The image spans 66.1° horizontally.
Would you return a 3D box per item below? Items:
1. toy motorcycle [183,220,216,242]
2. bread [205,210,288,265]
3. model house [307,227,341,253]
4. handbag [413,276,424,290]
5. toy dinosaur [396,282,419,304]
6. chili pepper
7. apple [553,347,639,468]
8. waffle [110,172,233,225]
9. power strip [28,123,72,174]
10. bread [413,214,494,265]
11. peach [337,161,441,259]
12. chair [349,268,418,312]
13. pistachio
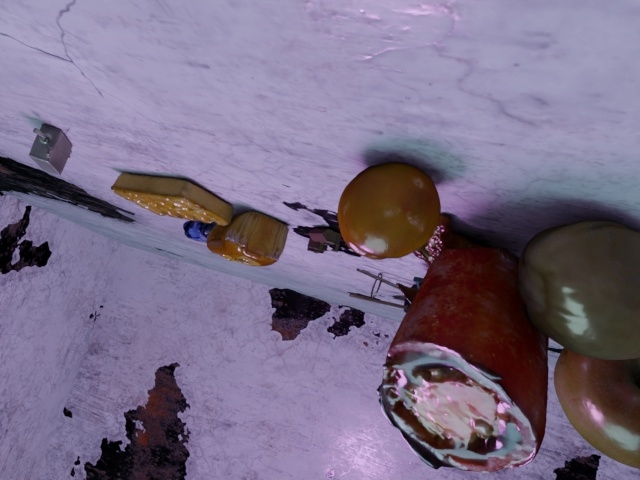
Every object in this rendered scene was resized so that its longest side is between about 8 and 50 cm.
[{"bbox_3d":[-0.367,-0.028,1.529,0.114,0.076,0.205,29,164,-21],"label":"toy motorcycle"},{"bbox_3d":[-0.196,-0.001,1.282,0.152,0.119,0.288,26,166,-23],"label":"bread"},{"bbox_3d":[0.000,0.000,1.146,0.058,0.057,0.083,19,171,-34],"label":"model house"},{"bbox_3d":[0.381,0.151,1.227,0.274,0.100,0.269,12,171,28],"label":"handbag"},{"bbox_3d":[0.348,0.114,1.004,0.327,0.206,0.113,14,131,41],"label":"toy dinosaur"},{"bbox_3d":[0.228,0.161,0.760,0.251,0.305,0.229,41,131,-8],"label":"chili pepper"},{"bbox_3d":[0.666,0.314,1.036,0.319,0.319,0.277,10,175,31],"label":"apple"},{"bbox_3d":[-0.356,-0.100,1.184,0.274,0.057,0.168,9,166,33],"label":"waffle"},{"bbox_3d":[-0.551,-0.190,0.998,0.042,0.075,0.175,19,167,-12],"label":"power strip"},{"bbox_3d":[0.250,0.041,0.883,0.269,0.095,0.139,27,158,-27],"label":"bread"},{"bbox_3d":[0.087,-0.036,0.660,0.138,0.138,0.138,16,169,3],"label":"peach"},{"bbox_3d":[0.205,0.156,1.492,0.222,0.095,0.104,17,180,-4],"label":"chair"},{"bbox_3d":[0.375,0.067,0.665,0.293,0.181,0.162,27,-157,-28],"label":"pistachio"}]
